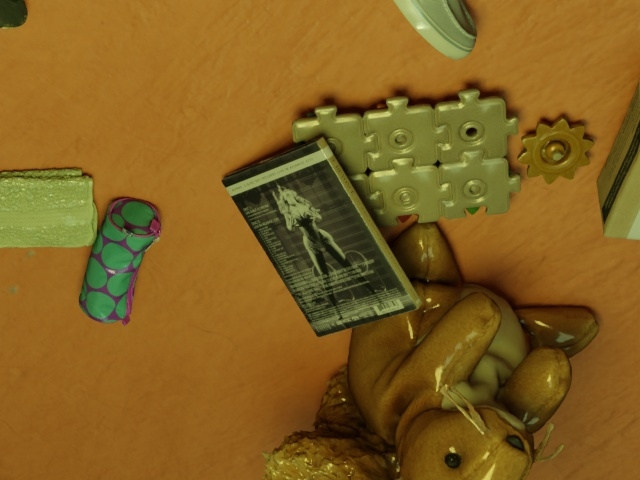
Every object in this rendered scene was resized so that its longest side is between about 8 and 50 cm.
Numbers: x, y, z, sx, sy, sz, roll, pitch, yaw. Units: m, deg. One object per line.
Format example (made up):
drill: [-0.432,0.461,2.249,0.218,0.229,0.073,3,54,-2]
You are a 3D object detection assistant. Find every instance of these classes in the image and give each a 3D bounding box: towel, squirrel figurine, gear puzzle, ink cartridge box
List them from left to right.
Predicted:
towel: [-0.333,-0.035,1.990,0.148,0.027,0.110,0,128,0]
squirrel figurine: [0.123,0.240,1.990,0.281,0.370,0.397,35,121,-25]
gear puzzle: [0.138,-0.101,1.934,0.339,0.044,0.175,-6,127,1]
ink cartridge box: [0.442,-0.080,1.889,0.234,0.088,0.193,4,143,-5]

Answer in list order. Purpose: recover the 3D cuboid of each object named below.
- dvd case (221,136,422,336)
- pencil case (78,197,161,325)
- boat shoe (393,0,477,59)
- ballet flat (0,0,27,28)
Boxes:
dvd case: [0.000,0.000,1.939,0.164,0.018,0.221,-19,108,44]
pencil case: [-0.235,0.026,2.015,0.070,0.064,0.152,29,127,7]
boat shoe: [0.109,-0.283,1.758,0.081,0.079,0.227,-26,121,25]
ballet flat: [-0.386,-0.272,1.797,0.173,0.049,0.057,26,80,-20]
